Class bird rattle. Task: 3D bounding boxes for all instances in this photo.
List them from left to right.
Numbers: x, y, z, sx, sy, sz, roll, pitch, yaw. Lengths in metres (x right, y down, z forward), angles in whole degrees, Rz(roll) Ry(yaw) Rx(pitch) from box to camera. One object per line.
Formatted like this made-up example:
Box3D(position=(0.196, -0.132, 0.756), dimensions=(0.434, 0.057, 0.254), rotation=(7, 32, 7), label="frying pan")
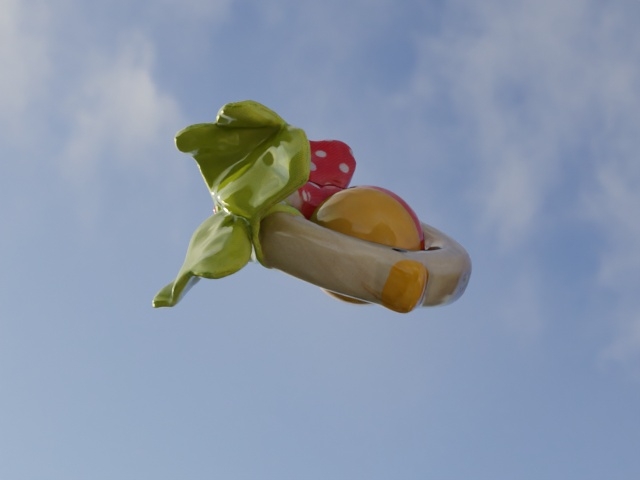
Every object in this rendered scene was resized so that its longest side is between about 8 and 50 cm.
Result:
Box3D(position=(0.000, 0.000, 1.019), dimensions=(0.207, 0.143, 0.253), rotation=(23, 5, 16), label="bird rattle")
